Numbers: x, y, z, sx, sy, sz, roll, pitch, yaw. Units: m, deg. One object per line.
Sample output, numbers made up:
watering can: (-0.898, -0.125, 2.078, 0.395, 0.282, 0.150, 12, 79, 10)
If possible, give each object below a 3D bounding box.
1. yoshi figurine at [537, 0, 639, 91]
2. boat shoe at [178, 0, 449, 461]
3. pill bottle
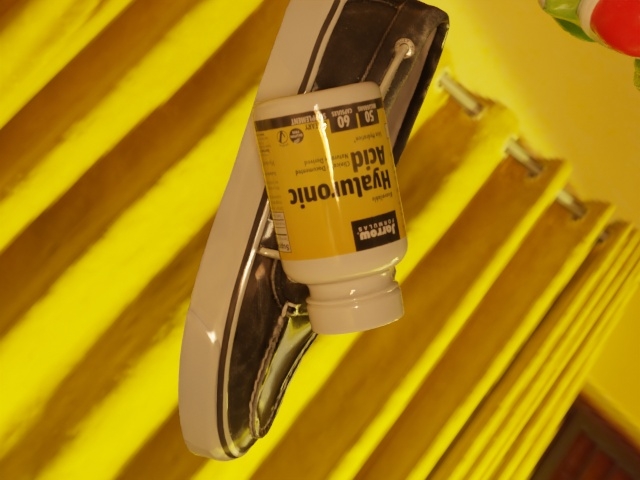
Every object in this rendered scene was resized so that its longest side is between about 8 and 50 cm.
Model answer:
yoshi figurine: (0.295, -0.176, 0.793, 0.362, 0.203, 0.203, 49, 13, 26)
boat shoe: (0.001, 0.000, 0.668, 0.105, 0.306, 0.113, 19, 3, 15)
pill bottle: (0.008, -0.016, 0.542, 0.065, 0.065, 0.116, 2, -75, 59)
